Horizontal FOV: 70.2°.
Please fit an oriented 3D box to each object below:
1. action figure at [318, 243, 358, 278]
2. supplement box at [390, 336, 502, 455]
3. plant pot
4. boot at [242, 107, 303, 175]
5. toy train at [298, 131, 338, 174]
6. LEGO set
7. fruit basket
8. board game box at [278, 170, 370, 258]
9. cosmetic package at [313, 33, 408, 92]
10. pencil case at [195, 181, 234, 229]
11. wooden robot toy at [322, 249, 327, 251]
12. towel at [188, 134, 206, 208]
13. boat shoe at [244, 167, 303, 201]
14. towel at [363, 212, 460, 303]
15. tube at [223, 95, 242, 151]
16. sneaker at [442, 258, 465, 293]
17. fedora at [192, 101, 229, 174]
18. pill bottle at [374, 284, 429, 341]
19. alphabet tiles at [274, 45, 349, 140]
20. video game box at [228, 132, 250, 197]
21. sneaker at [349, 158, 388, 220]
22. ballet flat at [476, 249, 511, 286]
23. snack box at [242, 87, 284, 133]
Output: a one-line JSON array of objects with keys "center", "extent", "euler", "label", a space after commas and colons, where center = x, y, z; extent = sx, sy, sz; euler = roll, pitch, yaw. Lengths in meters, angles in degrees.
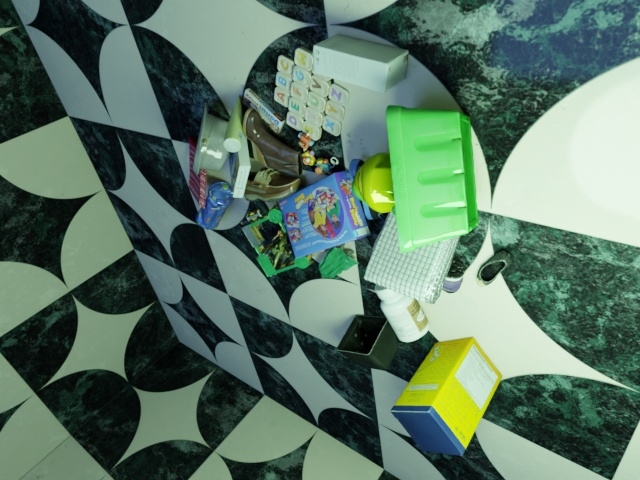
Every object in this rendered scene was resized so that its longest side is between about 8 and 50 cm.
[{"center": [0.053, 0.093, 1.839], "extent": [0.137, 0.063, 0.232], "euler": [43, 140, 3], "label": "action figure"}, {"center": [0.447, 0.538, 1.601], "extent": [0.194, 0.356, 0.195], "euler": [53, 144, -6], "label": "supplement box"}, {"center": [0.214, 0.441, 1.912], "extent": [0.188, 0.187, 0.167], "euler": [-5, 131, 47], "label": "plant pot"}, {"center": [-0.161, -0.350, 1.627], "extent": [0.207, 0.090, 0.248], "euler": [21, 149, 20], "label": "boot"}, {"center": [-0.023, -0.288, 1.562], "extent": [0.166, 0.046, 0.125], "euler": [40, 152, 6], "label": "toy train"}, {"center": [-0.170, -0.019, 1.916], "extent": [0.255, 0.192, 0.331], "euler": [-30, 105, 23], "label": "LEGO set"}, {"center": [0.218, -0.163, 1.222], "extent": [0.392, 0.283, 0.391], "euler": [5, 101, 27], "label": "fruit basket"}, {"center": [0.002, -0.084, 1.644], "extent": [0.347, 0.078, 0.233], "euler": [-19, 88, 50], "label": "board game box"}, {"center": [0.104, -0.477, 1.219], "extent": [0.231, 0.117, 0.085], "euler": [28, 140, 27], "label": "cosmetic package"}, {"center": [-0.491, -0.153, 2.109], "extent": [0.120, 0.133, 0.306], "euler": [17, 150, -20], "label": "pencil case"}, {"center": [0.000, 0.000, 1.794], "extent": [0.076, 0.079, 0.173], "euler": [29, 140, 24], "label": "wooden robot toy"}, {"center": [-0.548, -0.304, 2.008], "extent": [0.199, 0.031, 0.274], "euler": [50, 139, 42], "label": "towel"}, {"center": [-0.207, -0.223, 1.766], "extent": [0.324, 0.123, 0.119], "euler": [2, 119, 45], "label": "boat shoe"}, {"center": [0.288, 0.029, 1.397], "extent": [0.235, 0.283, 0.121], "euler": [20, 179, 41], "label": "towel"}, {"center": [-0.304, -0.413, 1.627], "extent": [0.070, 0.240, 0.062], "euler": [-28, 133, 29], "label": "tube"}, {"center": [0.335, 0.096, 1.529], "extent": [0.283, 0.107, 0.124], "euler": [27, 145, 26], "label": "sneaker"}, {"center": [-0.410, -0.381, 1.766], "extent": [0.124, 0.275, 0.244], "euler": [12, 173, -14], "label": "fedora"}, {"center": [0.297, 0.247, 1.677], "extent": [0.131, 0.131, 0.229], "euler": [-13, 113, 50], "label": "pill bottle"}, {"center": [-0.038, -0.461, 1.457], "extent": [0.278, 0.021, 0.284], "euler": [35, 143, 17], "label": "alphabet tiles"}, {"center": [-0.317, -0.302, 1.766], "extent": [0.187, 0.048, 0.205], "euler": [115, 149, -53], "label": "video game box"}, {"center": [0.171, -0.165, 1.476], "extent": [0.091, 0.081, 0.232], "euler": [3, 132, 40], "label": "sneaker"}, {"center": [0.517, 0.089, 1.378], "extent": [0.057, 0.049, 0.173], "euler": [37, 143, 15], "label": "ballet flat"}, {"center": [-0.204, -0.461, 1.623], "extent": [0.178, 0.022, 0.064], "euler": [43, 145, 6], "label": "snack box"}]
